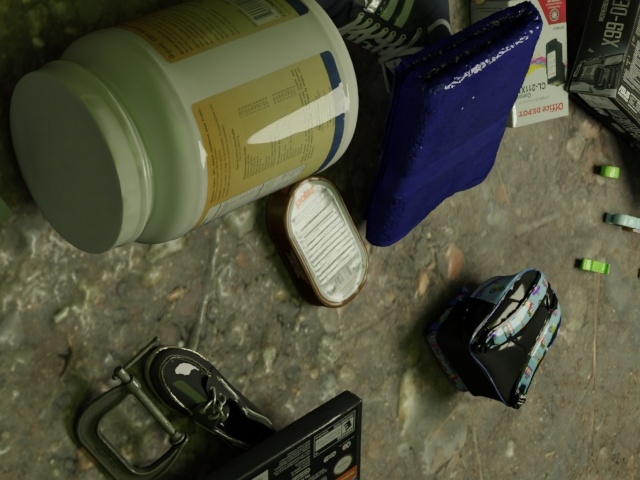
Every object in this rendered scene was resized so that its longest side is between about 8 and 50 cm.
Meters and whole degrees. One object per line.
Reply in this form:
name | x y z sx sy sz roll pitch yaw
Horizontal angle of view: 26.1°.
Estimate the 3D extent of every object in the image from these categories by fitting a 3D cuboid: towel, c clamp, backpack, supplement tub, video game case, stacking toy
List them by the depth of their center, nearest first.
supplement tub | -0.141 -0.132 1.452 0.316 0.228 0.228 -26 114 -36
c clamp | -0.204 0.207 1.570 0.137 0.022 0.161 -35 124 -11
video game case | -0.056 0.344 1.698 0.275 0.035 0.248 -28 132 -36
towel | 0.154 -0.146 1.717 0.227 0.076 0.308 -35 156 -30
backpack | 0.252 0.121 1.927 0.173 0.117 0.158 -52 127 -22
stacking toy | 0.499 -0.023 2.171 0.221 0.052 0.167 9 91 -42

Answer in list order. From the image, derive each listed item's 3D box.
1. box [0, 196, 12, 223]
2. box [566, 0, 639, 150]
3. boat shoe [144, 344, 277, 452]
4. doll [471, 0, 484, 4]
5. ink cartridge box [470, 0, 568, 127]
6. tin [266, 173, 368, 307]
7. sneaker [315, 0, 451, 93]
box | -0.426 -0.059 1.331 0.159 0.044 0.233 -49 126 -25
box | 0.481 -0.283 2.043 0.307 0.076 0.242 23 82 -57
boat shoe | -0.123 0.190 1.635 0.206 0.065 0.075 45 68 -37
doll | 0.190 -0.379 1.783 0.129 0.046 0.189 -32 150 15
ink cartridge box | 0.278 -0.250 1.916 0.127 0.072 0.175 -16 107 -40
tin | 0.000 0.000 1.735 0.106 0.040 0.190 -46 125 -32
sneaker | 0.065 -0.256 1.690 0.282 0.099 0.153 -10 92 -44
